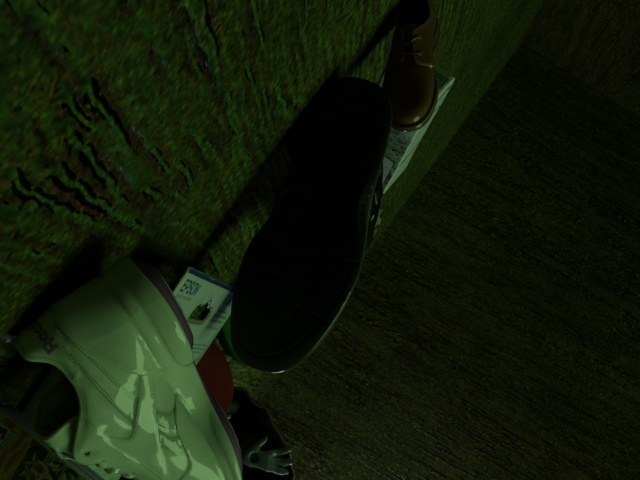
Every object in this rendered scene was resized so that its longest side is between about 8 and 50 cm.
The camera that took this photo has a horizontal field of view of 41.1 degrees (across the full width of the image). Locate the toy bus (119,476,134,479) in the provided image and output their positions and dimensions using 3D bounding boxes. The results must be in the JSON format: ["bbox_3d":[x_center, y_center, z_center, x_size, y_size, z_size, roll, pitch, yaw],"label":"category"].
[{"bbox_3d":[-0.274,0.402,1.121,0.211,0.220,0.149,-42,164,-42],"label":"toy bus"}]

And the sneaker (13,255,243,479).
[{"bbox_3d":[-0.166,0.160,0.762,0.152,0.114,0.305,-30,123,-19],"label":"sneaker"}]

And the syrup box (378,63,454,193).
[{"bbox_3d":[0.126,-0.196,1.438,0.096,0.093,0.236,-48,170,-39],"label":"syrup box"}]

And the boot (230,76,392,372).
[{"bbox_3d":[0.000,0.000,1.144,0.284,0.138,0.377,75,31,-78],"label":"boot"}]

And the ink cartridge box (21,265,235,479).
[{"bbox_3d":[-0.224,0.166,0.946,0.330,0.071,0.324,-57,172,-5],"label":"ink cartridge box"}]

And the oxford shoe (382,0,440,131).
[{"bbox_3d":[0.116,-0.240,1.127,0.076,0.076,0.212,65,27,-58],"label":"oxford shoe"}]

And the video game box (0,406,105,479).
[{"bbox_3d":[-0.264,0.280,0.730,0.205,0.187,0.048,-54,173,-8],"label":"video game box"}]

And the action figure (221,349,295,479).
[{"bbox_3d":[-0.181,0.321,1.440,0.276,0.248,0.370,-17,-174,-19],"label":"action figure"}]

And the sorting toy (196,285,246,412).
[{"bbox_3d":[-0.162,0.159,1.302,0.126,0.127,0.365,-25,-168,30],"label":"sorting toy"}]
